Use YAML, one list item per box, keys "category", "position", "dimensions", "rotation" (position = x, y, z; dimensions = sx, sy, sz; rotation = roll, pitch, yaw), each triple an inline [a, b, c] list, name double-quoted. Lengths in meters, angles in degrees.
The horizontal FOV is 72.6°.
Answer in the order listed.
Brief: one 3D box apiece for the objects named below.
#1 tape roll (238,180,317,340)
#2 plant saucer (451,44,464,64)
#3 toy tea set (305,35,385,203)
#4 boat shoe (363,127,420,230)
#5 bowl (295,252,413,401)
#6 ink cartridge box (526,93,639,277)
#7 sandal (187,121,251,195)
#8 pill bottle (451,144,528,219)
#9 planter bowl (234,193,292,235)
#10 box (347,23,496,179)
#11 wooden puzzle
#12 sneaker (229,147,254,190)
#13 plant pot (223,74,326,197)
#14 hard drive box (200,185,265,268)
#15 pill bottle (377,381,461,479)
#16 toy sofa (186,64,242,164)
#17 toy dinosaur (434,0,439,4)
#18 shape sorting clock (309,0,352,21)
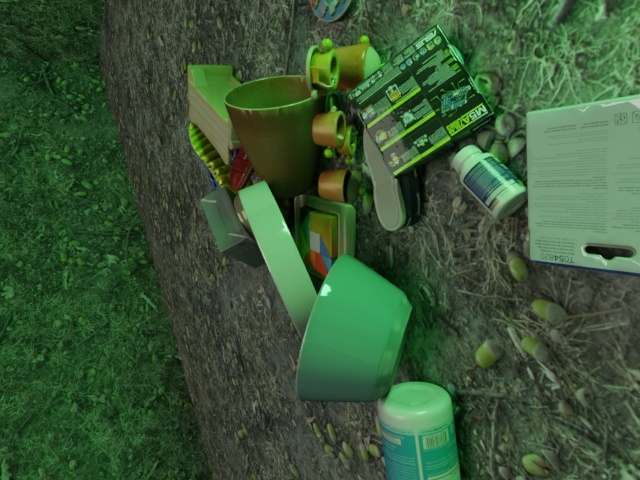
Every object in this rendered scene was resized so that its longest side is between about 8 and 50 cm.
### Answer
- category: "tape roll"
  position: [-0.086, 0.050, 1.030]
  dimensions: [0.392, 0.072, 0.391]
  rotation: [157, 90, -84]
- category: "plant saucer"
  position: [0.202, -0.291, 0.780]
  dimensions: [0.119, 0.021, 0.119]
  rotation: [19, 114, 51]
- category: "toy tea set"
  position: [0.066, -0.239, 0.886]
  dimensions: [0.124, 0.200, 0.336]
  rotation: [6, 125, 18]
- category: "boat shoe"
  position: [0.149, -0.148, 0.845]
  dimensions: [0.095, 0.079, 0.254]
  rotation: [-6, 97, 53]
- category: "bowl"
  position: [0.085, 0.195, 0.880]
  dimensions: [0.163, 0.311, 0.311]
  rotation: [15, 116, 17]
- category: "ink cartridge box"
  position: [0.381, -0.069, 0.561]
  dimensions: [0.223, 0.045, 0.223]
  rotation: [10, 108, 54]
- category: "sandal"
  position: [-0.357, -0.265, 1.479]
  dimensions: [0.317, 0.126, 0.138]
  rotation: [64, 154, 1]
- category: "pill bottle"
  position: [0.268, -0.097, 0.697]
  dimensions: [0.120, 0.067, 0.067]
  rotation: [57, 140, 29]
- category: "planter bowl"
  position: [-0.150, -0.094, 1.241]
  dimensions: [0.109, 0.162, 0.162]
  rotation: [-31, 71, 23]
- category: "box"
  position: [0.166, -0.232, 0.745]
  dimensions: [0.191, 0.045, 0.184]
  rotation: [-33, 79, 25]
- category: "wooden puzzle"
  position: [0.000, 0.000, 1.131]
  dimensions: [0.239, 0.044, 0.220]
  rotation: [18, 113, 52]
- category: "sneaker"
  position: [-0.154, -0.226, 1.199]
  dimensions: [0.087, 0.128, 0.221]
  rotation: [30, 96, 46]
- category: "plant pot"
  position: [-0.094, -0.243, 1.068]
  dimensions: [0.237, 0.237, 0.254]
  rotation: [39, 145, 44]
- category: "hard drive box"
  position: [-0.239, -0.033, 1.310]
  dimensions: [0.089, 0.232, 0.181]
  rotation: [-29, 68, 8]
- category: "pill bottle"
  position: [0.200, 0.433, 0.870]
  dimensions: [0.146, 0.146, 0.264]
  rotation: [-1, 98, 55]
- category: "toy sofa"
  position: [-0.276, -0.391, 1.330]
  dimensions: [0.362, 0.150, 0.177]
  rotation: [48, 140, 38]
- category: "toy dinosaur"
  position: [0.160, -0.522, 0.741]
  dimensions: [0.112, 0.064, 0.211]
  rotation: [31, 124, 46]
- category: "shape sorting clock"
  position: [0.023, -0.586, 0.941]
  dimensions: [0.206, 0.040, 0.206]
  rotation: [19, 114, 52]
